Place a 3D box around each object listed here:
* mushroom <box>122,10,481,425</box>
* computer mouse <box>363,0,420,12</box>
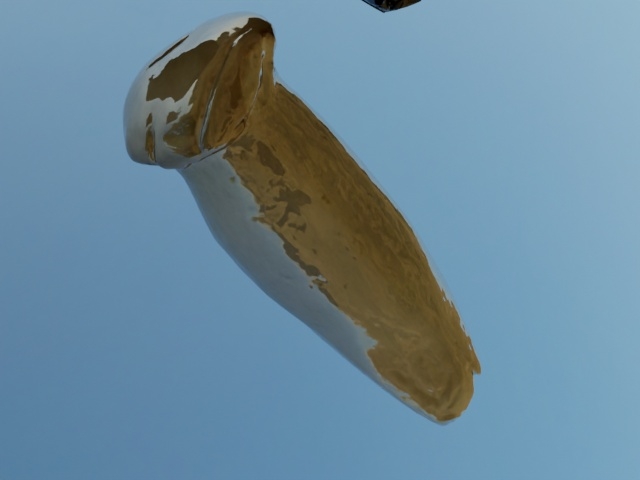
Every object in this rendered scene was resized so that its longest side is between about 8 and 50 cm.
[{"bbox_3d":[-0.001,-0.003,0.688,0.407,0.137,0.154,53,-176,-38],"label":"mushroom"},{"bbox_3d":[0.007,-0.253,0.583,0.241,0.146,0.077,30,-164,-31],"label":"computer mouse"}]
